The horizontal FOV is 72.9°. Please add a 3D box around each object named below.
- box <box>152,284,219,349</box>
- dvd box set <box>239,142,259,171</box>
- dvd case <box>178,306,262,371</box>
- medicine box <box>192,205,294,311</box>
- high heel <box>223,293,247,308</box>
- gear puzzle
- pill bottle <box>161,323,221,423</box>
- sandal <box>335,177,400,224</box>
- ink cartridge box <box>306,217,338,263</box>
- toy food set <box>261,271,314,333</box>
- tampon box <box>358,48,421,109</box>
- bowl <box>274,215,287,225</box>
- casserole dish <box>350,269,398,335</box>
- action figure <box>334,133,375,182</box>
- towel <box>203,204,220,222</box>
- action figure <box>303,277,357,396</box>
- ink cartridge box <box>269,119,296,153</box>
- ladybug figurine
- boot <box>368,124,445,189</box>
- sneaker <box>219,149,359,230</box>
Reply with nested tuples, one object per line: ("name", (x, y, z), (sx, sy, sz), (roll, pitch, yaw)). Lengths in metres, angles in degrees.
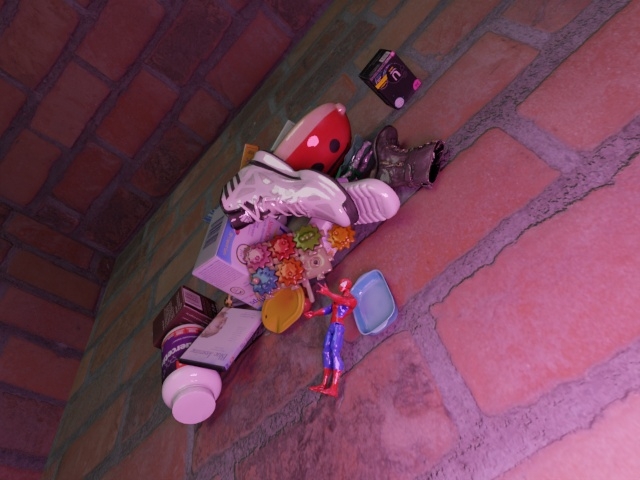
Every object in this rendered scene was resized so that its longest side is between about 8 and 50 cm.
("box", (-0.520, 0.318, 1.676), (0.203, 0.167, 0.168), (-51, 31, 7))
("dvd box set", (-0.313, -0.125, 1.717), (0.307, 0.062, 0.421), (121, 158, -68))
("dvd case", (-0.307, 0.304, 1.374), (0.180, 0.022, 0.253), (1, 33, 27))
("medicine box", (-0.229, 0.044, 1.419), (0.149, 0.289, 0.264), (-29, 39, 38))
("high heel", (-0.285, 0.124, 1.607), (0.186, 0.093, 0.261), (-19, 54, 36))
("gear puzzle", (-0.056, 0.040, 1.241), (0.338, 0.044, 0.176), (-21, 67, 4))
("pill bottle", (-0.425, 0.430, 1.418), (0.181, 0.181, 0.323), (-51, 31, 7))
("sandal", (0.095, -0.130, 1.284), (0.102, 0.169, 0.416), (-45, 30, -20))
("ink cartridge box", (0.000, 0.000, 1.338), (0.143, 0.092, 0.090), (-59, 32, -6))
("toy food set", (-0.082, 0.191, 1.300), (0.218, 0.071, 0.128), (-42, 56, 24))
("tampon box", (0.237, -0.552, 1.484), (0.120, 0.161, 0.101), (-50, 31, 11))
("bowl", (-0.188, -0.066, 1.705), (0.142, 0.053, 0.142), (-53, 30, 5))
("casserole dish", (0.132, 0.154, 1.056), (0.114, 0.037, 0.188), (-44, 31, 19))
("action figure", (0.103, -0.211, 1.402), (0.232, 0.137, 0.063), (-58, 42, 11))
("towel", (-0.375, -0.181, 2.013), (0.336, 0.040, 0.243), (-45, 29, -19))
("action figure", (0.007, 0.212, 1.036), (0.091, 0.139, 0.280), (-19, 51, 59))
("ink cartridge box", (-0.159, -0.326, 1.794), (0.273, 0.114, 0.197), (-61, 4, -13))
("ladybug figurine", (-0.036, -0.276, 1.511), (0.305, 0.162, 0.449), (-25, -22, -51))
("boot", (0.255, -0.242, 1.237), (0.229, 0.091, 0.263), (-12, 61, 48))
("sneaker", (-0.117, -0.087, 1.246), (0.447, 0.169, 0.257), (28, 65, 37))
